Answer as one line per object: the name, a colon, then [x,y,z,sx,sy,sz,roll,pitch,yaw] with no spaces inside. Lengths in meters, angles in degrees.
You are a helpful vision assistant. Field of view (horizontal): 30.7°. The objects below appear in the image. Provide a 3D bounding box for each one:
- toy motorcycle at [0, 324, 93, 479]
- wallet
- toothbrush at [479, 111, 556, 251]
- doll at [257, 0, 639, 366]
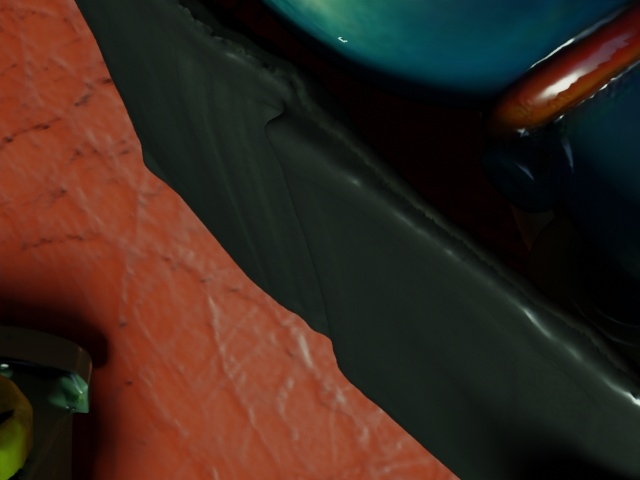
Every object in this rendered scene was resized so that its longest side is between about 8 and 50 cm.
toy motorcycle: [-0.296,0.135,0.700,0.326,0.200,0.191,9,118,7]
wallet: [0.000,0.000,0.469,0.323,0.041,0.247,45,168,26]
toothbrush: [0.052,-0.103,0.523,0.026,0.022,0.263,-13,109,40]
doll: [0.082,-0.115,0.389,0.198,0.186,0.322,-42,90,-10]
